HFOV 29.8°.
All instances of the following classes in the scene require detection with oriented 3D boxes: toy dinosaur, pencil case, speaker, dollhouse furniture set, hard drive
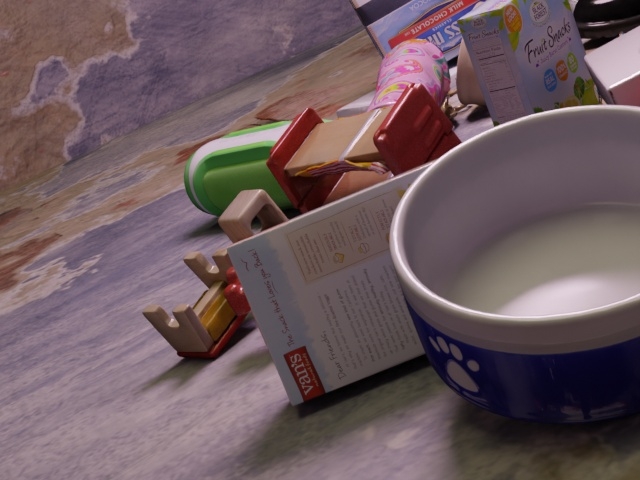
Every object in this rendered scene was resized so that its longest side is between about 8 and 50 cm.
[{"bbox_3d":[0.201,-0.212,1.943,0.092,0.053,0.183,-45,23,-13],"label":"toy dinosaur"},{"bbox_3d":[0.131,-0.203,1.792,0.124,0.124,0.284,-17,23,20],"label":"pencil case"},{"bbox_3d":[-0.075,-0.105,1.798,0.297,0.131,0.131,-6,23,47],"label":"speaker"},{"bbox_3d":[0.000,0.000,1.380,0.201,0.152,0.374,-6,40,47],"label":"dollhouse furniture set"},{"bbox_3d":[0.202,-0.293,2.197,0.308,0.040,0.203,-31,17,-29],"label":"hard drive"}]

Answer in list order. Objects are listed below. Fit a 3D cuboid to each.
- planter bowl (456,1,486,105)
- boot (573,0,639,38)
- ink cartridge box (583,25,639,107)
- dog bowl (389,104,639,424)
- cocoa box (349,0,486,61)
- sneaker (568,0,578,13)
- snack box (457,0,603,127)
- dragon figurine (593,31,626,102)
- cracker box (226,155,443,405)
[{"bbox_3d":[0.287,-0.281,1.866,0.109,0.162,0.162,13,29,19],"label":"planter bowl"},{"bbox_3d":[0.546,-0.502,1.989,0.348,0.260,0.131,-22,15,3],"label":"boot"},{"bbox_3d":[0.469,-0.216,1.356,0.296,0.066,0.261,-28,23,11],"label":"ink cartridge box"},{"bbox_3d":[0.192,0.011,0.917,0.265,0.104,0.265,-14,35,10],"label":"dog bowl"},{"bbox_3d":[0.232,-0.470,2.177,0.347,0.228,0.231,-29,14,9],"label":"cocoa box"},{"bbox_3d":[0.451,-0.417,2.184,0.191,0.083,0.071,-33,17,-37],"label":"sneaker"},{"bbox_3d":[0.272,-0.218,1.531,0.070,0.207,0.174,-10,21,41],"label":"snack box"},{"bbox_3d":[0.476,-0.271,1.575,0.289,0.085,0.144,-21,-5,-32],"label":"dragon figurine"},{"bbox_3d":[0.051,0.032,1.086,0.232,0.155,0.067,-22,3,2],"label":"cracker box"}]
